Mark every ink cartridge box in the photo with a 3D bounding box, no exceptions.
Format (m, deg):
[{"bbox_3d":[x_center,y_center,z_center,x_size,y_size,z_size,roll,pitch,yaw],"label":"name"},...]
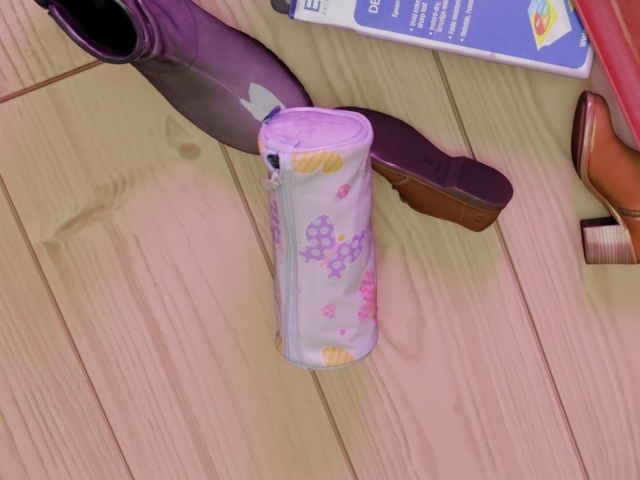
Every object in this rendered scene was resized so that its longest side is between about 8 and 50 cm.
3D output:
[{"bbox_3d":[0.148,-0.337,1.126,0.307,0.072,0.303,13,100,5],"label":"ink cartridge box"}]

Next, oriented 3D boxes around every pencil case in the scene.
[{"bbox_3d":[0.000,0.000,1.164,0.114,0.124,0.273,9,123,21],"label":"pencil case"}]

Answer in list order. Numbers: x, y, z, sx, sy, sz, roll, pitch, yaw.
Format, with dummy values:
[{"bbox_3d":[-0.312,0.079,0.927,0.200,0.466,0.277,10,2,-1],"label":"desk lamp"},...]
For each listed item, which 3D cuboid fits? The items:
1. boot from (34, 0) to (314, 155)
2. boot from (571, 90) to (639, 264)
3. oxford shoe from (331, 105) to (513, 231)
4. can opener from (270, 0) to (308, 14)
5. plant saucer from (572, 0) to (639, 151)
[{"bbox_3d":[-0.161,-0.187,1.115,0.338,0.222,0.118,37,103,-4],"label":"boot"},{"bbox_3d":[0.342,-0.070,1.178,0.152,0.073,0.197,-8,114,8],"label":"boot"},{"bbox_3d":[0.092,-0.069,1.203,0.212,0.076,0.076,30,138,5],"label":"oxford shoe"},{"bbox_3d":[-0.012,-0.367,1.137,0.093,0.074,0.280,6,104,4],"label":"can opener"},{"bbox_3d":[0.360,-0.216,1.019,0.258,0.048,0.259,-12,111,48],"label":"plant saucer"}]
